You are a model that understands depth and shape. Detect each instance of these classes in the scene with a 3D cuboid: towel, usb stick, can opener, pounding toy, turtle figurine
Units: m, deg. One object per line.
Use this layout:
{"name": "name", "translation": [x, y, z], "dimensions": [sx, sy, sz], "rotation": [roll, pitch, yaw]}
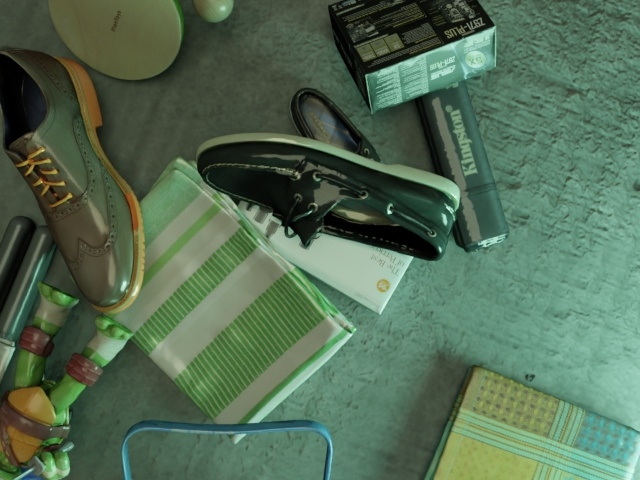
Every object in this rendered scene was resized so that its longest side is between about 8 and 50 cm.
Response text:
{"name": "towel", "translation": [0.260, 0.388, 1.102], "dimensions": [0.272, 0.040, 0.370], "rotation": [22, 85, -2]}
{"name": "towel", "translation": [-0.147, 0.082, 1.070], "dimensions": [0.325, 0.038, 0.248], "rotation": [45, 104, 1]}
{"name": "usb stick", "translation": [0.191, -0.122, 1.117], "dimensions": [0.077, 0.045, 0.278], "rotation": [-16, 88, -2]}
{"name": "can opener", "translation": [-0.431, 0.103, 1.070], "dimensions": [0.074, 0.093, 0.280], "rotation": [22, 82, 0]}
{"name": "pounding toy", "translation": [-0.238, -0.332, 1.075], "dimensions": [0.237, 0.110, 0.183], "rotation": [-23, 123, 31]}
{"name": "turtle figurine", "translation": [-0.365, 0.189, 0.971], "dimensions": [0.198, 0.275, 0.266], "rotation": [22, 79, 43]}

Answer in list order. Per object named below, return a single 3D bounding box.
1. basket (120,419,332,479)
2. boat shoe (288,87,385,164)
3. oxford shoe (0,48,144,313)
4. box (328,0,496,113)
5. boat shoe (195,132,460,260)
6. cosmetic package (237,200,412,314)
{"name": "basket", "translation": [-0.113, 0.362, 1.007], "dimensions": [0.255, 0.201, 0.288], "rotation": [0, 97, -1]}
{"name": "boat shoe", "translation": [0.038, -0.116, 1.097], "dimensions": [0.080, 0.076, 0.228], "rotation": [-35, 89, -3]}
{"name": "oxford shoe", "translation": [-0.334, -0.075, 1.025], "dimensions": [0.130, 0.133, 0.363], "rotation": [-28, 77, 20]}
{"name": "box", "translation": [0.121, -0.272, 1.075], "dimensions": [0.180, 0.077, 0.147], "rotation": [-22, 56, -3]}
{"name": "boat shoe", "translation": [0.007, -0.042, 1.008], "dimensions": [0.340, 0.127, 0.113], "rotation": [13, 65, -13]}
{"name": "cosmetic package", "translation": [0.000, 0.000, 1.098], "dimensions": [0.239, 0.060, 0.098], "rotation": [30, 88, 0]}
